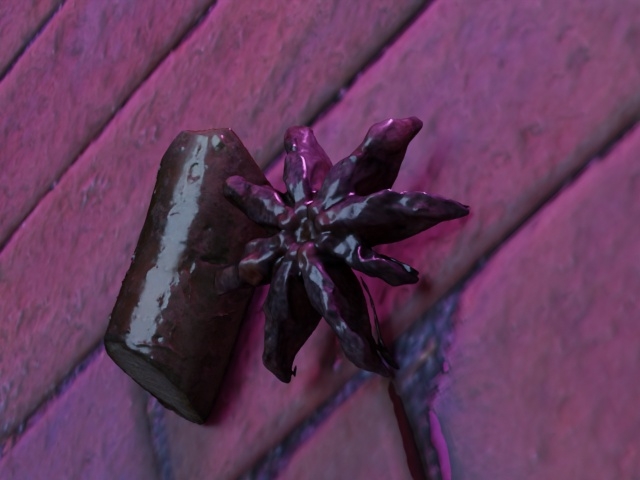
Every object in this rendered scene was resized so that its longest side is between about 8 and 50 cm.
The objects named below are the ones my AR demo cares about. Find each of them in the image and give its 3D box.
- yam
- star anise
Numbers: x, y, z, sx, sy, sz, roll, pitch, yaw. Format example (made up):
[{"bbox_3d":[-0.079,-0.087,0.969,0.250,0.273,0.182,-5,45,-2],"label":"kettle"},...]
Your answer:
[{"bbox_3d":[-0.065,0.016,0.841,0.070,0.070,0.146,6,75,54],"label":"yam"},{"bbox_3d":[-0.002,-0.001,0.764,0.141,0.042,0.141,-12,69,33],"label":"star anise"}]
